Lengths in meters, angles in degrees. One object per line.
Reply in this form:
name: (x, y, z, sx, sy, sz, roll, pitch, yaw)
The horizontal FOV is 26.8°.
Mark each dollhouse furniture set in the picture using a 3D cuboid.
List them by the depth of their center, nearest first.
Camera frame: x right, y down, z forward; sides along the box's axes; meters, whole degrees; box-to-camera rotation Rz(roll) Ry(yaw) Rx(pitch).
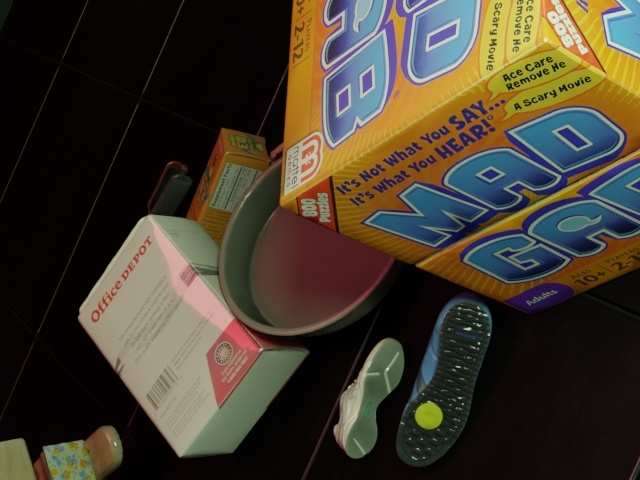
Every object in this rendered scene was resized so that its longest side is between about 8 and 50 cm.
dollhouse furniture set: (-0.393, 0.453, 1.847, 0.256, 0.362, 0.394, -43, 62, 46)

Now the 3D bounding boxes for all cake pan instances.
cake pan: (0.000, 0.000, 1.761, 0.293, 0.054, 0.293, -18, 54, 26)

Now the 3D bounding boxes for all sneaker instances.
sneaker: (0.144, 0.157, 1.534, 0.082, 0.069, 0.209, -61, -10, -79)
sneaker: (0.052, 0.187, 1.647, 0.061, 0.053, 0.152, 26, 93, 61)

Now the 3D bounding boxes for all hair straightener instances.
hair straightener: (-0.283, -0.020, 2.276, 0.230, 0.047, 0.089, -55, 34, 19)

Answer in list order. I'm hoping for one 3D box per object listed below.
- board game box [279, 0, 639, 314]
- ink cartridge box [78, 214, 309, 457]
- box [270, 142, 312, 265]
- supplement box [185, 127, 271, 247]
board game box: (0.213, -0.190, 1.357, 0.356, 0.356, 0.356, -30, 47, 44)
ink cartridge box: (-0.182, 0.129, 1.869, 0.283, 0.117, 0.207, 48, 112, 29)
box: (-0.025, -0.043, 1.899, 0.087, 0.058, 0.232, -36, 44, 40)
supplement box: (-0.150, -0.050, 2.022, 0.078, 0.080, 0.233, -107, 38, -54)
